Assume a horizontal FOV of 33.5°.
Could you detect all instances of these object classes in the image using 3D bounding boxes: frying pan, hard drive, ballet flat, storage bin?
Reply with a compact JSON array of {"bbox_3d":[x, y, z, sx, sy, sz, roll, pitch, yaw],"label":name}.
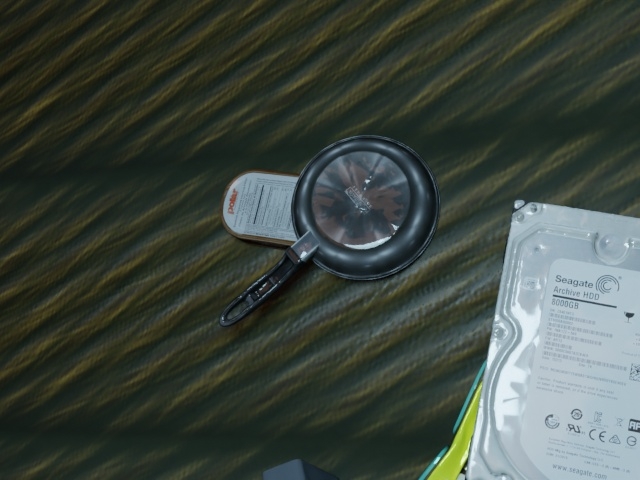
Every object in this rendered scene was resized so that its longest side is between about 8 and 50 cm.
[{"bbox_3d":[-0.006,-0.028,1.387,0.326,0.053,0.197,-17,73,5],"label":"frying pan"},{"bbox_3d":[0.302,0.137,1.179,0.237,0.064,0.338,11,79,12],"label":"hard drive"},{"bbox_3d":[0.175,0.249,1.244,0.077,0.077,0.231,30,89,16],"label":"ballet flat"},{"bbox_3d":[-0.022,0.328,1.291,0.098,0.135,0.091,-25,55,19],"label":"storage bin"}]

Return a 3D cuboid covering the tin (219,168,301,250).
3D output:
[{"bbox_3d":[-0.054,-0.043,1.460,0.190,0.040,0.106,8,75,28],"label":"tin"}]
